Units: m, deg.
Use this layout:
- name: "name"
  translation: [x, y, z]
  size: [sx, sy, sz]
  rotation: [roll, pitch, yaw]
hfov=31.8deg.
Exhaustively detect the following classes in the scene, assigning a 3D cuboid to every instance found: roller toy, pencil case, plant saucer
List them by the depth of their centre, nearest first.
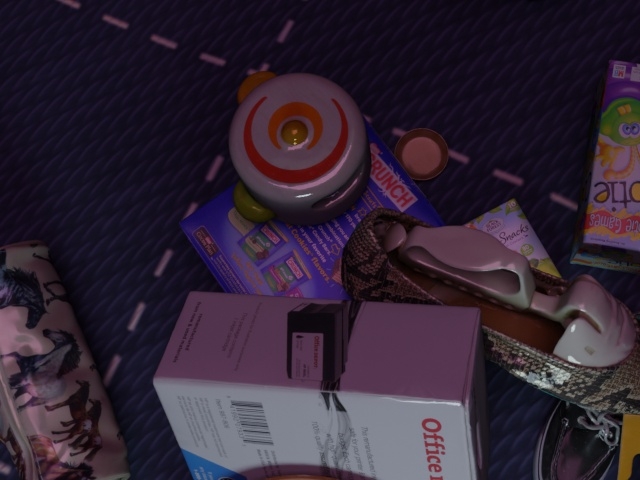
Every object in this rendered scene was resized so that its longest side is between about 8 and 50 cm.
- name: "roller toy"
  translation: [-0.027, -0.130, 1.565]
  size: [0.191, 0.146, 0.209]
  rotation: [3, 74, 8]
- name: "pencil case"
  translation: [-0.411, 0.207, 1.623]
  size: [0.160, 0.183, 0.410]
  rotation: [-34, 74, 37]
- name: "plant saucer"
  translation: [0.156, -0.132, 1.738]
  size: [0.083, 0.015, 0.084]
  rotation: [-1, 77, 5]

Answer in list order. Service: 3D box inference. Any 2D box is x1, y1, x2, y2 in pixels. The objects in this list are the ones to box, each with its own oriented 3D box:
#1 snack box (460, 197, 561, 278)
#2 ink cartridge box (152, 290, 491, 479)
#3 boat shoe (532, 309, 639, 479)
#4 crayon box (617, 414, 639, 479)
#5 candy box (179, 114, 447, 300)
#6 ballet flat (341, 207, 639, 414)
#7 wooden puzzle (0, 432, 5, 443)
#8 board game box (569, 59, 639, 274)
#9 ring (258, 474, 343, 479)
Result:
- name: "snack box"
  translation: [0.281, 0.023, 1.681]
  size: [0.100, 0.037, 0.141]
  rotation: [-28, 76, -3]
- name: "ink cartridge box"
  translation: [0.019, 0.226, 1.478]
  size: [0.394, 0.286, 0.166]
  rotation: [3, 45, 15]
- name: "boat shoe"
  translation: [0.396, 0.238, 1.588]
  size: [0.113, 0.105, 0.306]
  rotation: [32, 82, 11]
- name: "crayon box"
  translation: [0.562, 0.341, 1.542]
  size: [0.322, 0.083, 0.203]
  rotation: [5, 91, 4]
- name: "candy box"
  translation: [0.000, 0.000, 1.667]
  size: [0.317, 0.122, 0.268]
  rotation: [-35, 76, -2]
- name: "ballet flat"
  translation: [0.257, 0.084, 1.476]
  size: [0.482, 0.182, 0.164]
  rotation: [23, 54, 6]
- name: "wooden puzzle"
  translation: [-0.454, 0.277, 1.697]
  size: [0.116, 0.014, 0.079]
  rotation: [30, 81, 11]
- name: "board game box"
  translation: [0.461, -0.101, 1.641]
  size: [0.144, 0.142, 0.275]
  rotation: [9, 78, 7]
- name: "ring"
  translation: [0.009, 0.434, 1.511]
  size: [0.336, 0.337, 0.032]
  rotation: [11, 34, 7]
